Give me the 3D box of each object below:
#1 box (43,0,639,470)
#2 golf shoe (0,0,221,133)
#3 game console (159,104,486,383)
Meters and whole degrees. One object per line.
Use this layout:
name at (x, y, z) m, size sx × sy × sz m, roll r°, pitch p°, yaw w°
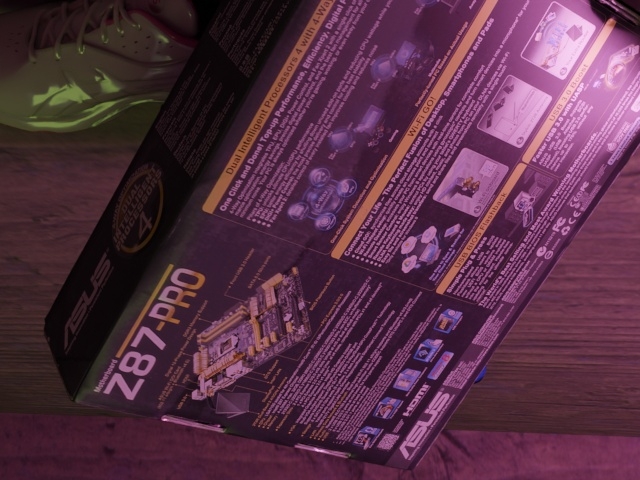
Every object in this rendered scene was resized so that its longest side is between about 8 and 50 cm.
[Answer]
box at (0.039, -0.032, 0.781) m, size 0.318 × 0.395 × 0.097 m, roll 17°, pitch -158°, yaw -38°
golf shoe at (-0.145, -0.157, 0.845) m, size 0.306 × 0.115 × 0.140 m, roll -2°, pitch 151°, yaw -1°
game console at (0.000, 0.000, 1.046) m, size 0.293 × 0.173 × 0.250 m, roll 21°, pitch 175°, yaw -40°
